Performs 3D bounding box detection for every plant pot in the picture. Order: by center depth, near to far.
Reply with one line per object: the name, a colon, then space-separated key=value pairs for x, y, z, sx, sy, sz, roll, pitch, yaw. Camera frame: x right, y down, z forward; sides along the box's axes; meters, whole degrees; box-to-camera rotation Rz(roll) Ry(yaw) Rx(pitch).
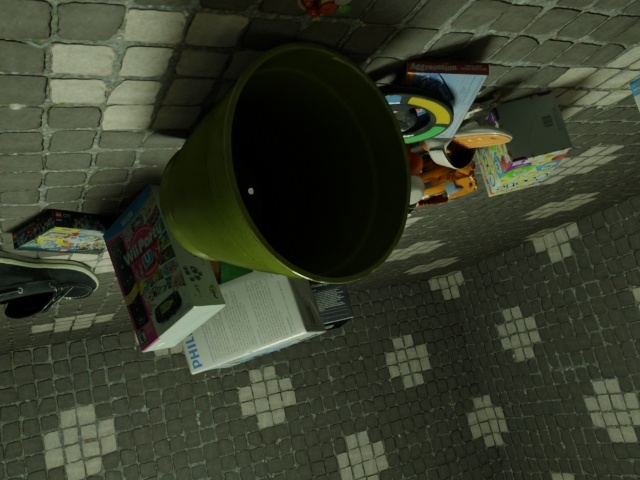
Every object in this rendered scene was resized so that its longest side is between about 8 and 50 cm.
plant pot: x=-0.098 y=-0.096 z=1.034 sx=0.366 sy=0.367 sz=0.352 roll=-2 pitch=174 yaw=-41

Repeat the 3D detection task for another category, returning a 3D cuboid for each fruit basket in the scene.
fruit basket: x=-0.393 y=0.074 z=1.877 sx=0.352 sy=0.166 sz=0.327 roll=6 pitch=161 yaw=-15

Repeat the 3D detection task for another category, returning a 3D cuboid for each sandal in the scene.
sandal: x=0.312 y=-0.204 z=1.351 sx=0.101 sy=0.076 sz=0.265 roll=15 pitch=175 yaw=-28

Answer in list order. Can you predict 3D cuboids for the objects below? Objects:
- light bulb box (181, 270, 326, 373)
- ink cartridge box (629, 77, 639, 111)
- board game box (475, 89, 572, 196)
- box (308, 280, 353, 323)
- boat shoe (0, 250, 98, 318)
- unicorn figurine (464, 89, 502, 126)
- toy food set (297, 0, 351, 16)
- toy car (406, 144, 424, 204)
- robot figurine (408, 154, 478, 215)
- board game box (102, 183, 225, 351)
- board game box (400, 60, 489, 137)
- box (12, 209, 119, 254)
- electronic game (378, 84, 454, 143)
light bulb box: x=-0.209 y=0.240 z=1.854 sx=0.360 sy=0.226 sz=0.358 roll=-21 pitch=169 yaw=7
ink cartridge box: x=0.803 y=-0.295 z=1.405 sx=0.104 sy=0.182 sz=0.061 roll=-3 pitch=163 yaw=-39
board game box: x=0.481 y=-0.223 z=1.456 sx=0.141 sy=0.145 sz=0.275 roll=-14 pitch=166 yaw=3
box: x=-0.019 y=0.180 z=2.267 sx=0.178 sy=0.313 sz=0.343 roll=-12 pitch=168 yaw=-10
boat shoe: x=-0.789 y=0.135 z=1.627 sx=0.186 sy=0.156 sz=0.500 roll=-18 pitch=168 yaw=11
unicorn figurine: x=0.343 y=-0.278 z=1.298 sx=0.161 sy=0.060 sz=0.111 roll=8 pitch=161 yaw=-18
toy food set: x=0.010 y=-0.327 z=0.798 sx=0.082 sy=0.020 sz=0.083 roll=-13 pitch=167 yaw=-5
toy car: x=0.160 y=-0.168 z=1.416 sx=0.181 sy=0.159 sz=0.136 roll=-9 pitch=132 yaw=-18
robot figurine: x=0.254 y=-0.149 z=1.549 sx=0.290 sy=0.085 sz=0.211 roll=-14 pitch=-152 yaw=19
board game box: x=-0.357 y=0.063 z=1.345 sx=0.224 sy=0.304 sz=0.097 roll=-38 pitch=156 yaw=32
board game box: x=0.221 y=-0.269 z=1.178 sx=0.144 sy=0.027 sz=0.281 roll=1 pitch=167 yaw=-1
box: x=-0.584 y=-0.016 z=1.439 sx=0.159 sy=0.044 sz=0.233 roll=-21 pitch=165 yaw=29
electronic game: x=0.142 y=-0.236 z=1.161 sx=0.229 sy=0.048 sz=0.229 roll=1 pitch=167 yaw=0
